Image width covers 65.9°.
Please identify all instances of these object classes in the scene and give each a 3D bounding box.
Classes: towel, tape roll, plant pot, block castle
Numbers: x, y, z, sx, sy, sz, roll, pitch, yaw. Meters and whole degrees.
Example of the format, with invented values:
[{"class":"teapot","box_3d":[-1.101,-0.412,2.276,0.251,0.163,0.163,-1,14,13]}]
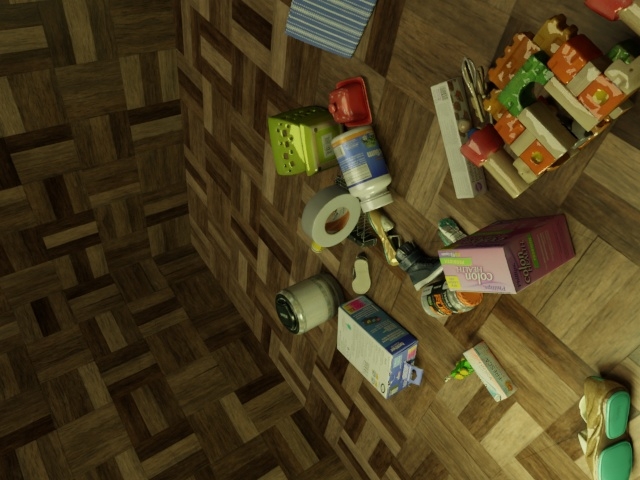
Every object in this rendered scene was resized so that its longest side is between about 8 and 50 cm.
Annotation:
[{"class":"towel","box_3d":[0.039,-0.730,1.500,0.336,0.243,0.040,122,164,-56]},{"class":"tape roll","box_3d":[0.039,-0.086,1.772,0.072,0.219,0.219,43,143,37]},{"class":"plant pot","box_3d":[-0.033,-0.367,1.840,0.207,0.227,0.228,20,127,46]},{"class":"block castle","box_3d":[0.481,-0.310,0.932,0.213,0.303,0.453,52,149,13]}]

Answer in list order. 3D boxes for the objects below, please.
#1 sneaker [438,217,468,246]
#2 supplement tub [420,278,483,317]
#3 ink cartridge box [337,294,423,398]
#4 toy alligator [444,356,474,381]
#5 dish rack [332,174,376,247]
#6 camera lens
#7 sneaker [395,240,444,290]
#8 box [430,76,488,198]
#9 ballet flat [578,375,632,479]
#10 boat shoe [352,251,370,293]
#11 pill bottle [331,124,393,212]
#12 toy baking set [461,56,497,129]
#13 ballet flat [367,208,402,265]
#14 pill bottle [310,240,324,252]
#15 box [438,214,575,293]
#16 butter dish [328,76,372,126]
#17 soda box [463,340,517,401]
[{"class":"sneaker","box_3d":[0.421,0.009,1.521,0.166,0.065,0.076,58,166,23]},{"class":"supplement tub","box_3d":[0.418,0.177,1.572,0.117,0.117,0.190,64,151,5]},{"class":"ink cartridge box","box_3d":[0.244,0.450,2.024,0.395,0.151,0.270,41,143,41]},{"class":"toy alligator","box_3d":[0.493,0.458,1.720,0.051,0.056,0.189,19,141,0]},{"class":"dish rack","box_3d":[0.129,-0.119,1.898,0.208,0.074,0.271,35,136,42]},{"class":"camera lens","box_3d":[-0.055,0.291,2.282,0.219,0.274,0.219,38,140,41]},{"class":"sneaker","box_3d":[0.340,0.063,1.654,0.163,0.086,0.226,58,151,11]},{"class":"box","box_3d":[0.383,-0.278,1.360,0.067,0.063,0.324,2,111,60]},{"class":"ballet flat","box_3d":[0.736,0.503,1.298,0.124,0.116,0.342,-134,29,-70]},{"class":"boat shoe","box_3d":[0.171,0.136,2.039,0.065,0.075,0.206,-80,-10,-48]},{"class":"pill bottle","box_3d":[0.151,-0.241,1.685,0.152,0.152,0.272,-16,97,61]},{"class":"toy baking set","box_3d":[0.376,-0.329,1.176,0.030,0.256,0.196,-12,89,31]},{"class":"ballet flat","box_3d":[0.247,-0.024,1.783,0.073,0.080,0.232,-22,94,33]},{"class":"pill bottle","box_3d":[0.000,0.000,2.200,0.065,0.065,0.116,56,150,20]},{"class":"box","box_3d":[0.469,0.033,1.254,0.213,0.243,0.117,-6,106,61]},{"class":"butter dish","box_3d":[0.080,-0.460,1.680,0.160,0.118,0.160,11,119,56]},{"class":"soda box","box_3d":[0.546,0.420,1.592,0.183,0.058,0.063,58,150,18]}]
